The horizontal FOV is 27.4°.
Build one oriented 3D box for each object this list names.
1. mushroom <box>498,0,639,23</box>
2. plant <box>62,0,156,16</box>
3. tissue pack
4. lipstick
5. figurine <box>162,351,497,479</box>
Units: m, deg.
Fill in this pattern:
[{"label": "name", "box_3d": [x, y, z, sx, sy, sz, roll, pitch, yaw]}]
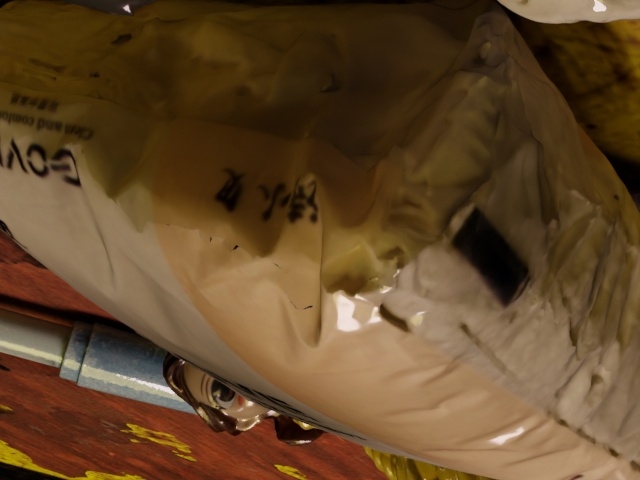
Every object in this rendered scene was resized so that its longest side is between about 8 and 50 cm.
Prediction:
[{"label": "mushroom", "box_3d": [0.169, -0.109, 0.491, 0.278, 0.096, 0.099, 16, 159, -17]}, {"label": "plant", "box_3d": [-0.023, -0.165, 0.384, 0.142, 0.164, 0.256, 25, 143, -28]}, {"label": "tissue pack", "box_3d": [0.000, 0.000, 0.727, 0.376, 0.195, 0.390, 10, 160, 41]}, {"label": "lipstick", "box_3d": [-0.236, 0.102, 1.228, 0.274, 0.061, 0.068, 16, 159, -8]}, {"label": "figurine", "box_3d": [0.018, 0.119, 1.023, 0.315, 0.168, 0.187, 12, 116, 24]}]
